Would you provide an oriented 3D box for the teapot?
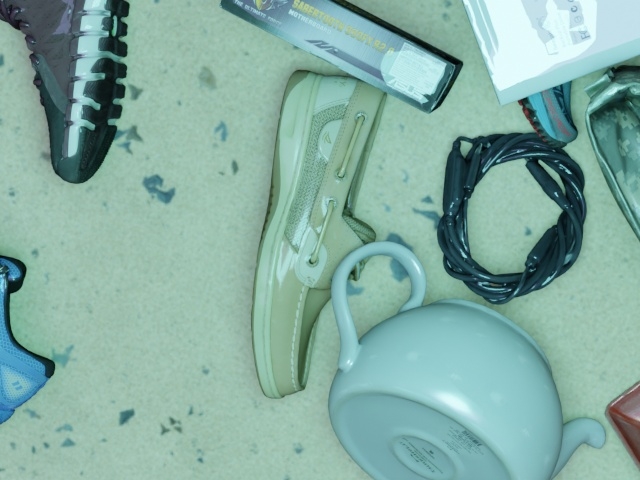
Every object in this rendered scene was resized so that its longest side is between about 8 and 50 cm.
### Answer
[{"bbox_3d":[0.139,0.145,1.726,0.252,0.256,0.187,15,54,26],"label":"teapot"}]

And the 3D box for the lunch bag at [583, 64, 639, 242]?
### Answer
[{"bbox_3d":[0.365,-0.058,1.646,0.169,0.235,0.287,-39,91,15],"label":"lunch bag"}]

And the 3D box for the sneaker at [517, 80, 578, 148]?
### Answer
[{"bbox_3d":[0.239,-0.225,1.711,0.125,0.104,0.262,-11,95,6],"label":"sneaker"}]

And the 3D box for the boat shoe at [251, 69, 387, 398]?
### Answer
[{"bbox_3d":[0.000,0.000,1.758,0.110,0.121,0.341,8,96,7],"label":"boat shoe"}]

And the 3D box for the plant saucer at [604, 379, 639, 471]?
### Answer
[{"bbox_3d":[0.440,0.183,1.687,0.258,0.259,0.048,-38,128,10],"label":"plant saucer"}]

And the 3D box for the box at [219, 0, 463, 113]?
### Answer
[{"bbox_3d":[0.027,-0.204,1.701,0.231,0.183,0.056,28,100,4],"label":"box"}]

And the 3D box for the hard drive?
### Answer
[{"bbox_3d":[0.285,-0.282,1.626,0.318,0.040,0.210,-20,97,6],"label":"hard drive"}]

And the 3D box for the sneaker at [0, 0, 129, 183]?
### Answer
[{"bbox_3d":[-0.290,-0.205,1.792,0.162,0.106,0.281,7,88,12],"label":"sneaker"}]

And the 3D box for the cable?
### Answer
[{"bbox_3d":[0.196,-0.021,1.749,0.150,0.047,0.184,7,71,-7],"label":"cable"}]

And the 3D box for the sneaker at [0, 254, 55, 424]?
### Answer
[{"bbox_3d":[-0.394,0.035,1.828,0.147,0.130,0.330,-31,95,-5],"label":"sneaker"}]
